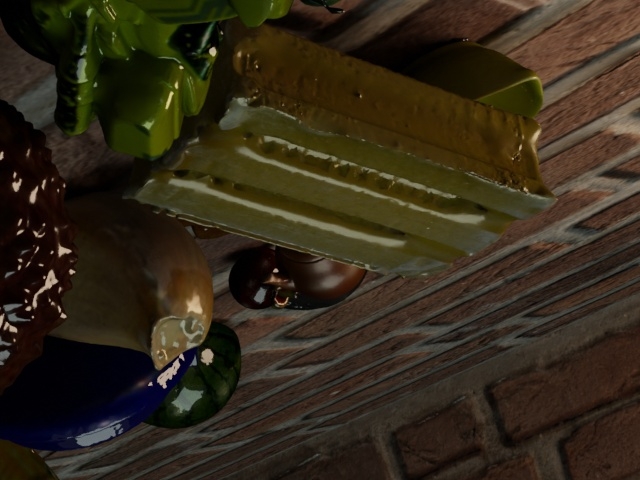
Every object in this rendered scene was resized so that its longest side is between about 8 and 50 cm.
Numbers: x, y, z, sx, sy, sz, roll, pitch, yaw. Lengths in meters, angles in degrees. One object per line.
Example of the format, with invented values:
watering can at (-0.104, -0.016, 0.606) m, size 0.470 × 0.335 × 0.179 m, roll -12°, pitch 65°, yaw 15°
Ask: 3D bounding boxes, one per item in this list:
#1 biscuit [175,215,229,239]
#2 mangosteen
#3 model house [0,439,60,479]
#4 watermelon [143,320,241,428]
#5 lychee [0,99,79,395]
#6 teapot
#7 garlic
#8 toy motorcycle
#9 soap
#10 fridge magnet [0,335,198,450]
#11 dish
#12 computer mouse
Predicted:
biscuit at (-0.088, -0.059, 1.302) m, size 0.179 × 0.039 × 0.236 m, roll -17°, pitch 165°, yaw 0°
mangosteen at (-0.073, 0.050, 1.637) m, size 0.081 × 0.081 × 0.081 m, roll -18°, pitch 165°, yaw -5°
model house at (-0.370, 0.222, 1.566) m, size 0.239 × 0.268 × 0.173 m, roll -36°, pitch 158°, yaw 30°
watermelon at (-0.208, 0.209, 1.960) m, size 0.204 × 0.127 × 0.232 m, roll -11°, pitch 158°, yaw -18°
lychee at (-0.292, 0.003, 0.825) m, size 0.275 × 0.276 × 0.304 m, roll -19°, pitch -164°, yaw -1°
teapot at (0.000, 0.000, 1.524) m, size 0.173 × 0.116 × 0.116 m, roll -44°, pitch 170°, yaw -12°
garlic at (-0.211, 0.039, 1.257) m, size 0.244 × 0.164 × 0.145 m, roll -1°, pitch 154°, yaw 29°
toy motorcycle at (-0.066, -0.165, 0.754) m, size 0.206 × 0.142 × 0.342 m, roll 25°, pitch 153°, yaw -10°
soap at (0.016, -0.066, 1.113) m, size 0.314 × 0.091 × 0.199 m, roll 14°, pitch 151°, yaw -28°
fridge magnet at (-0.252, 0.115, 1.361) m, size 0.265 × 0.265 × 0.113 m, roll -16°, pitch 124°, yaw -11°
dish at (0.116, -0.127, 1.230) m, size 0.148 × 0.080 × 0.207 m, roll -4°, pitch 158°, yaw -42°
computer mouse at (-0.013, 0.066, 1.812) m, size 0.172 × 0.057 × 0.099 m, roll -11°, pitch 166°, yaw -16°
